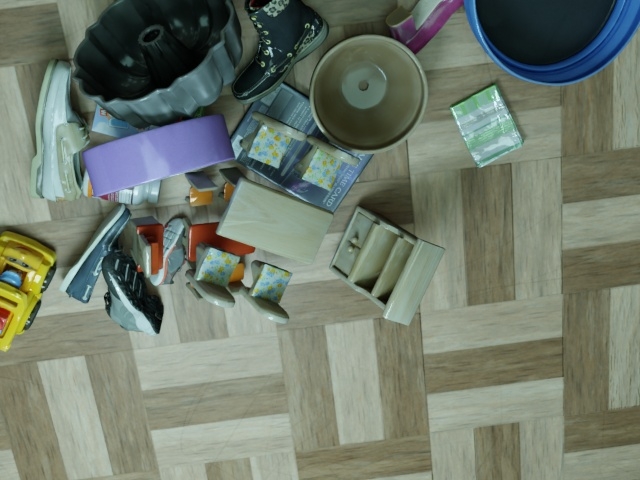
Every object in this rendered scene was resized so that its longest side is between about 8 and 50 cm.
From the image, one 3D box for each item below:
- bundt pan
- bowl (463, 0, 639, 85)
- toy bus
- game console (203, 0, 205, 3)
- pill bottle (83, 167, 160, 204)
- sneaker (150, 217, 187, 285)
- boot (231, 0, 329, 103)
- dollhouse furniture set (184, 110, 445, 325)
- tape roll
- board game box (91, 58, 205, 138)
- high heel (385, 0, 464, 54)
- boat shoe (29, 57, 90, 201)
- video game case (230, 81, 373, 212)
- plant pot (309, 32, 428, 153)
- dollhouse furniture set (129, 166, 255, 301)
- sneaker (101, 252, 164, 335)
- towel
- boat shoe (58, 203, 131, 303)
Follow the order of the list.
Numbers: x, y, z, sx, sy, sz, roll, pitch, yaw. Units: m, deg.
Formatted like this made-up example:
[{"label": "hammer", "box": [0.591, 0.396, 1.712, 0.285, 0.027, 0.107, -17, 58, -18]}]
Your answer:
[{"label": "bundt pan", "box": [-0.284, -0.340, 1.618, 0.331, 0.331, 0.124, -26, 140, 6]}, {"label": "bowl", "box": [0.455, -0.499, 1.682, 0.391, 0.077, 0.391, -6, 111, -15]}, {"label": "toy bus", "box": [-0.665, 0.119, 1.820, 0.149, 0.211, 0.220, 26, 106, -12]}, {"label": "game console", "box": [-0.141, -0.563, 1.585, 0.213, 0.044, 0.361, 40, 133, -21]}, {"label": "pill bottle", "box": [-0.409, -0.121, 1.808, 0.152, 0.086, 0.086, 10, 111, -8]}, {"label": "sneaker", "box": [-0.320, 0.025, 1.898, 0.065, 0.061, 0.158, 13, 107, -42]}, {"label": "boot", "box": [-0.112, -0.388, 1.678, 0.236, 0.085, 0.178, -41, 146, 6]}, {"label": "dollhouse furniture set", "box": [0.000, 0.000, 1.715, 0.394, 0.256, 0.362, 20, 99, -33]}, {"label": "tape roll", "box": [-0.304, -0.161, 1.648, 0.275, 0.275, 0.090, -16, 96, 3]}, {"label": "board game box", "box": [-0.344, -0.273, 1.777, 0.211, 0.039, 0.160, 15, 110, -8]}, {"label": "high heel", "box": [0.243, -0.454, 1.741, 0.244, 0.082, 0.117, -37, 146, -5]}, {"label": "boat shoe", "box": [-0.516, -0.218, 1.756, 0.103, 0.113, 0.302, 10, 121, -9]}, {"label": "video game case", "box": [-0.040, -0.196, 1.836, 0.274, 0.026, 0.196, 30, 107, -15]}, {"label": "plant pot", "box": [0.093, -0.303, 1.756, 0.237, 0.110, 0.237, -1, 113, -3]}, {"label": "dollhouse furniture set", "box": [-0.252, 0.003, 1.796, 0.259, 0.135, 0.262, -8, 116, -26]}, {"label": "sneaker", "box": [-0.419, 0.123, 1.851, 0.108, 0.100, 0.271, -2, 145, 7]}, {"label": "towel", "box": [0.353, -0.241, 1.845, 0.113, 0.023, 0.152, -28, 111, 6]}, {"label": "boat shoe", "box": [-0.466, 0.032, 1.860, 0.079, 0.095, 0.254, 34, 107, -14]}]
